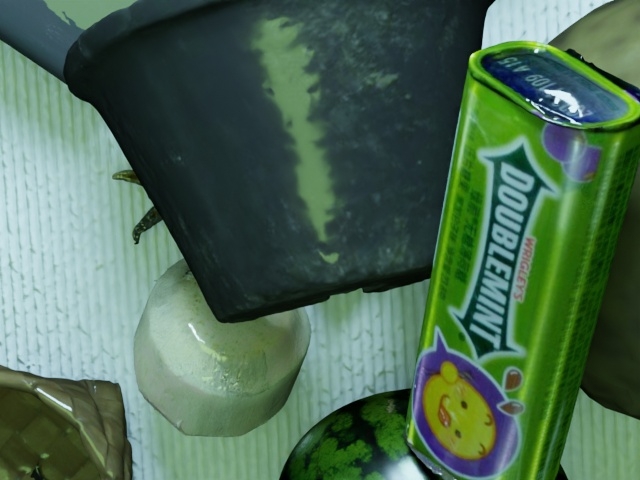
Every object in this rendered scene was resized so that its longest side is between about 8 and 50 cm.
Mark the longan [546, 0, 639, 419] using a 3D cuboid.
[{"bbox_3d":[0.337,-0.028,1.110,0.391,0.391,0.391,0,94,4],"label":"longan"}]

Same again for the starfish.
[{"bbox_3d":[-0.134,-0.044,1.294,0.130,0.041,0.133,44,102,9],"label":"starfish"}]

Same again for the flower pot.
[{"bbox_3d":[-0.006,-0.076,1.098,0.379,0.379,0.251,-12,84,5],"label":"flower pot"}]

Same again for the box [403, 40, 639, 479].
[{"bbox_3d":[0.144,0.032,0.980,0.134,0.097,0.345,35,132,35],"label":"box"}]

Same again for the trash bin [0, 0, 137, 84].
[{"bbox_3d":[-0.275,-0.284,1.226,0.290,0.182,0.209,37,95,-4],"label":"trash bin"}]

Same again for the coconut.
[{"bbox_3d":[-0.100,0.102,1.247,0.171,0.183,0.170,10,56,-15],"label":"coconut"}]

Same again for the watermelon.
[{"bbox_3d":[0.090,0.270,1.186,0.285,0.285,0.285,0,94,4],"label":"watermelon"}]

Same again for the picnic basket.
[{"bbox_3d":[-0.320,0.284,1.195,0.293,0.337,0.337,-1,94,4],"label":"picnic basket"}]
